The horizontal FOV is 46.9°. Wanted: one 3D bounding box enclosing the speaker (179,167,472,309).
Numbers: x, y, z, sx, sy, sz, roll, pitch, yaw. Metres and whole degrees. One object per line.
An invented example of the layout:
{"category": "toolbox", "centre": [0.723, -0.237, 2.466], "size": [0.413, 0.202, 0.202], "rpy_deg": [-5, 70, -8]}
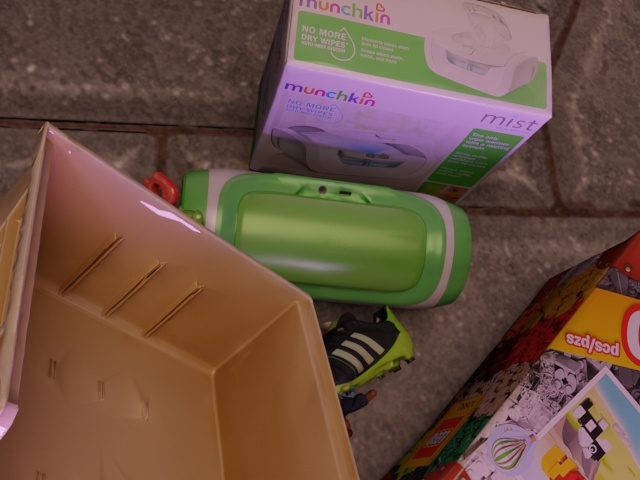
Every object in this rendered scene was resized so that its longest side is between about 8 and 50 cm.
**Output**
{"category": "speaker", "centre": [0.000, 0.000, 0.773], "size": [0.296, 0.131, 0.131], "rpy_deg": [6, 71, -12]}

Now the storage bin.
{"category": "storage bin", "centre": [-0.112, 0.101, 0.482], "size": [0.262, 0.123, 0.260], "rpy_deg": [37, 22, -35]}

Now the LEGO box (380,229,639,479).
{"category": "LEGO box", "centre": [0.347, 0.304, 0.721], "size": [0.500, 0.193, 0.372], "rpy_deg": [45, 67, 3]}

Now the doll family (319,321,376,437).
{"category": "doll family", "centre": [-0.025, 0.142, 0.748], "size": [0.192, 0.076, 0.112], "rpy_deg": [6, 66, -15]}

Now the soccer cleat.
{"category": "soccer cleat", "centre": [0.017, 0.113, 0.708], "size": [0.178, 0.060, 0.072], "rpy_deg": [-16, 70, -43]}

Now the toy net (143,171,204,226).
{"category": "toy net", "centre": [-0.205, -0.030, 0.711], "size": [0.232, 0.122, 0.045], "rpy_deg": [38, 30, 26]}

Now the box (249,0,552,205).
{"category": "box", "centre": [0.073, -0.155, 0.786], "size": [0.261, 0.231, 0.127], "rpy_deg": [9, 70, -12]}
